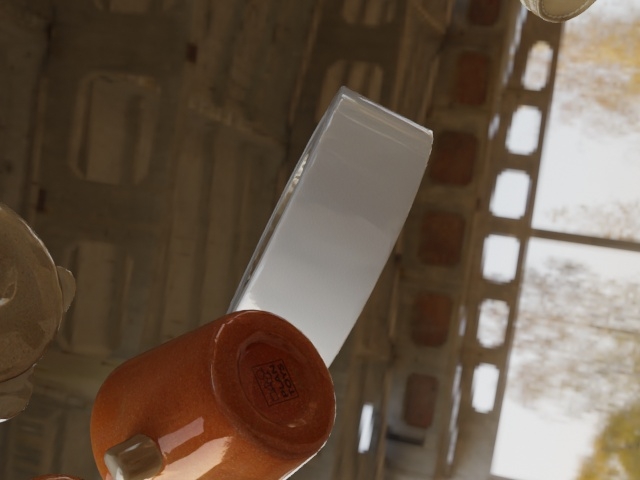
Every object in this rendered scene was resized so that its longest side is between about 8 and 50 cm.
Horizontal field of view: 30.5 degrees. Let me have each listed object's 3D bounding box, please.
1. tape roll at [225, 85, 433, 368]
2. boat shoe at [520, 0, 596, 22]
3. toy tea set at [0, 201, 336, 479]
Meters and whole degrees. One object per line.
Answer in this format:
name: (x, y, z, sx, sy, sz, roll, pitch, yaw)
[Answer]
tape roll: (0.000, 0.000, 1.125, 0.286, 0.100, 0.286, -65, 5, 0)
boat shoe: (0.246, -0.264, 0.951, 0.302, 0.109, 0.098, 119, 137, -59)
toy tea set: (-0.130, 0.098, 0.485, 0.336, 0.124, 0.200, 26, -134, -31)
